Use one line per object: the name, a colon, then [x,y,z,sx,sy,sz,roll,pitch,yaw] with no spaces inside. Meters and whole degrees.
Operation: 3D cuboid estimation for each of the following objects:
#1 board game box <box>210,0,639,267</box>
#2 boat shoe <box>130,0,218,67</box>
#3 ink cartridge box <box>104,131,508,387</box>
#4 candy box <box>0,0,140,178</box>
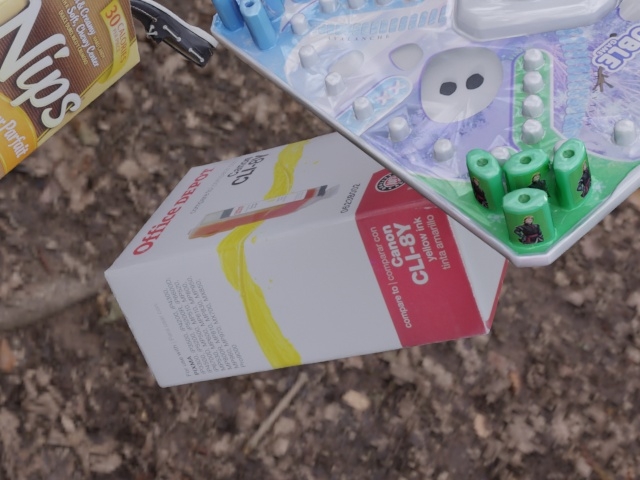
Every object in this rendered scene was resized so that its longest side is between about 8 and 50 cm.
board game box: [0.158,-0.210,0.827,0.390,0.050,0.390,-39,50,-12]
boat shoe: [-0.179,-0.242,1.275,0.125,0.038,0.046,27,-6,-29]
ink cartridge box: [0.000,0.000,1.211,0.385,0.160,0.279,-13,24,23]
candy box: [-0.302,-0.143,0.952,0.087,0.183,0.316,34,63,19]
